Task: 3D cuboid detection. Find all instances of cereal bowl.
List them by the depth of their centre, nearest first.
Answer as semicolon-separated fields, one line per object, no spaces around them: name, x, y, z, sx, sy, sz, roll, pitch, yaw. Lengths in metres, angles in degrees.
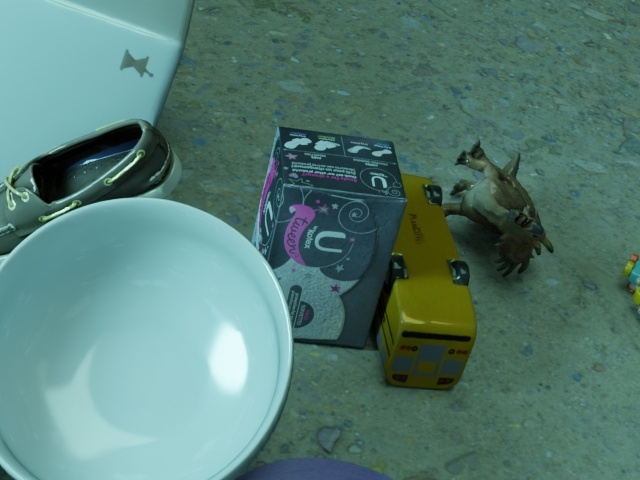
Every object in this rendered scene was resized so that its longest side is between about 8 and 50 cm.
cereal bowl;-0.194;0.134;1.252;0.339;0.141;0.339;1;67;-2

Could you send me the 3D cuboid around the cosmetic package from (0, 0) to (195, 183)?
cosmetic package;-0.372;-0.279;1.674;0.327;0.329;0.394;18;33;-12

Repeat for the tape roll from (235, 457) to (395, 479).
tape roll;0.006;0.349;1.185;0.275;0.090;0.275;10;36;-7

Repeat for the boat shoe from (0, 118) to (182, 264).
boat shoe;-0.342;-0.064;1.503;0.324;0.097;0.116;-20;54;7

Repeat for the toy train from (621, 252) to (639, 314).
toy train;0.519;0.087;1.775;0.125;0.046;0.166;4;40;-17

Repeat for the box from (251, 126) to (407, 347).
box;0.000;0.000;1.526;0.163;0.247;0.142;6;35;-11

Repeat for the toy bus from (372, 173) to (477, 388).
toy bus;0.123;0.041;1.617;0.108;0.130;0.333;5;36;-12

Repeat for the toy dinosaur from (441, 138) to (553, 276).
toy dinosaur;0.284;-0.044;1.812;0.200;0.127;0.295;33;26;13
